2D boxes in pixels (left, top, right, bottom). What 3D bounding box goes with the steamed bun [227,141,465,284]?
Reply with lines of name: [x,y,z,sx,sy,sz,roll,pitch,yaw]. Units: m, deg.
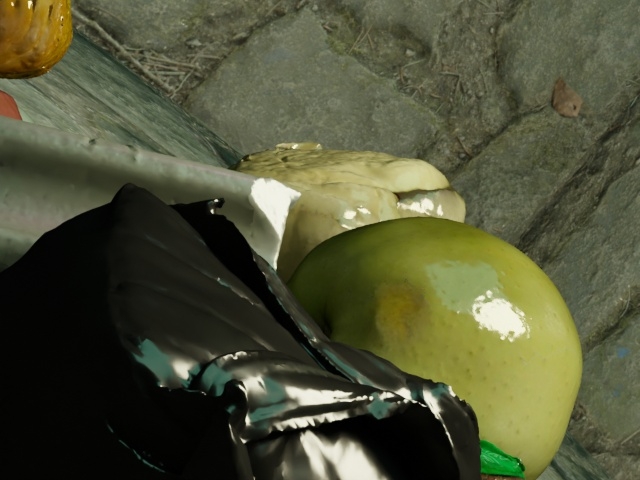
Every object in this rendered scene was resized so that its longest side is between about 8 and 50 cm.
steamed bun: [-0.006,0.000,1.938,0.325,0.230,0.372,9,15,36]

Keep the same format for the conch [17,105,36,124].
conch: [-0.350,-0.087,1.509,0.221,0.121,0.185,39,-24,21]

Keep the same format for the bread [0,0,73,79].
bread: [-0.420,-0.235,1.505,0.328,0.148,0.337,-3,12,-11]

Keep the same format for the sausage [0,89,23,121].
sausage: [-0.350,-0.081,1.243,0.152,0.152,0.280,44,10,22]

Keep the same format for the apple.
apple: [0.108,0.134,1.660,0.357,0.357,0.357,41,7,-6]

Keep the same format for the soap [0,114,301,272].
soap: [-0.201,0.033,1.304,0.302,0.258,0.159,15,59,-16]

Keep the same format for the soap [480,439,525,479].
soap: [0.097,0.263,1.379,0.098,0.217,0.273,27,3,28]

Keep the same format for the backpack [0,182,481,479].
backpack: [-0.037,0.164,1.053,0.446,0.255,0.363,42,12,-24]
